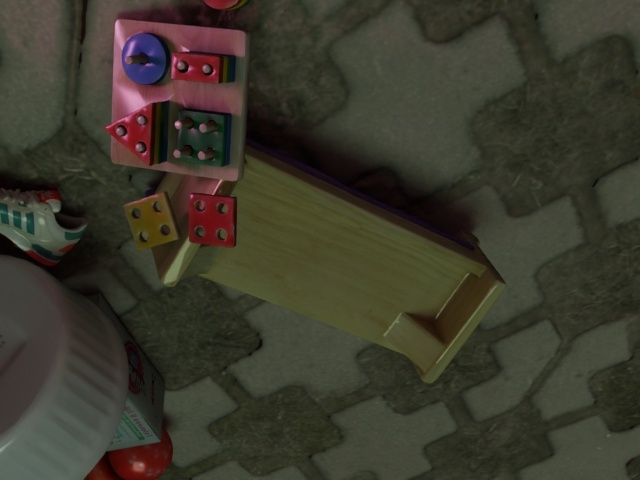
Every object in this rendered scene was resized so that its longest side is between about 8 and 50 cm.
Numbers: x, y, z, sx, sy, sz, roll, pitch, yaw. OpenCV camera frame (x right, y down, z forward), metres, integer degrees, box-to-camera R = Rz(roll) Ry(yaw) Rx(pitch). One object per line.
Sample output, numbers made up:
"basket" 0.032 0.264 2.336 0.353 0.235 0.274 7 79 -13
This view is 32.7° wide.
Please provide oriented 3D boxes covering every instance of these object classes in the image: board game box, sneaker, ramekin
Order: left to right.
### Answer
"ramekin" -0.359 0.147 1.168 0.277 0.277 0.135 -10 151 8
"sneaker" -0.316 -0.038 1.148 0.075 0.057 0.161 -40 129 14
"board game box" -0.379 0.189 1.380 0.303 0.097 0.224 -10 141 10

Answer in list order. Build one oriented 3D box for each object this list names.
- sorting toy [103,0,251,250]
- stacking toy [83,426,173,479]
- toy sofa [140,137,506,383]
"sorting toy" -0.134 -0.115 0.967 0.132 0.046 0.274 10 105 20
"stacking toy" -0.339 0.360 1.568 0.330 0.141 0.141 -35 131 28
"toy sofa" 0.000 0.000 1.158 0.363 0.177 0.150 23 111 -28
